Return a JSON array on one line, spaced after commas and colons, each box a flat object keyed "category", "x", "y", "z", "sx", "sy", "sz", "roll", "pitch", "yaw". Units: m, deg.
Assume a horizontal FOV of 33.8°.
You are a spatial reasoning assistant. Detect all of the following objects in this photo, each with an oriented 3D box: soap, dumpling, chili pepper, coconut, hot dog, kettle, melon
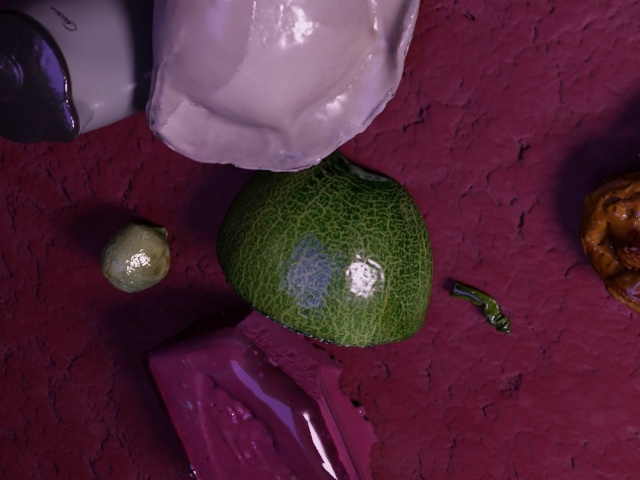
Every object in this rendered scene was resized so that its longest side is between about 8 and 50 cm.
[{"category": "soap", "x": -0.057, "y": 0.239, "z": 1.275, "sx": 0.220, "sy": 0.127, "sz": 0.325, "roll": -16, "pitch": 105, "yaw": 32}, {"category": "dumpling", "x": -0.033, "y": -0.237, "z": 1.041, "sx": 0.260, "sy": 0.181, "sz": 0.341, "roll": 15, "pitch": 89, "yaw": -4}, {"category": "chili pepper", "x": 0.178, "y": 0.072, "z": 1.150, "sx": 0.083, "sy": 0.022, "sz": 0.027, "roll": 38, "pitch": 89, "yaw": 7}, {"category": "coconut", "x": -0.222, "y": 0.018, "z": 1.283, "sx": 0.088, "sy": 0.096, "sz": 0.088, "roll": 41, "pitch": 162, "yaw": 16}, {"category": "hot dog", "x": 0.357, "y": -0.002, "z": 0.986, "sx": 0.227, "sy": 0.099, "sz": 0.160, "roll": -11, "pitch": 108, "yaw": 26}, {"category": "kettle", "x": -0.279, "y": -0.212, "z": 1.117, "sx": 0.221, "sy": 0.236, "sz": 0.161, "roll": 45, "pitch": 124, "yaw": 2}, {"category": "melon", "x": 0.000, "y": 0.000, "z": 1.143, "sx": 0.265, "sy": 0.129, "sz": 0.169, "roll": 28, "pitch": 118, "yaw": 14}]

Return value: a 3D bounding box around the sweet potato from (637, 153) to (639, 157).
[{"category": "sweet potato", "x": 0.401, "y": -0.105, "z": 0.941, "sx": 0.226, "sy": 0.068, "sz": 0.068, "roll": 0, "pitch": 112, "yaw": 17}]
